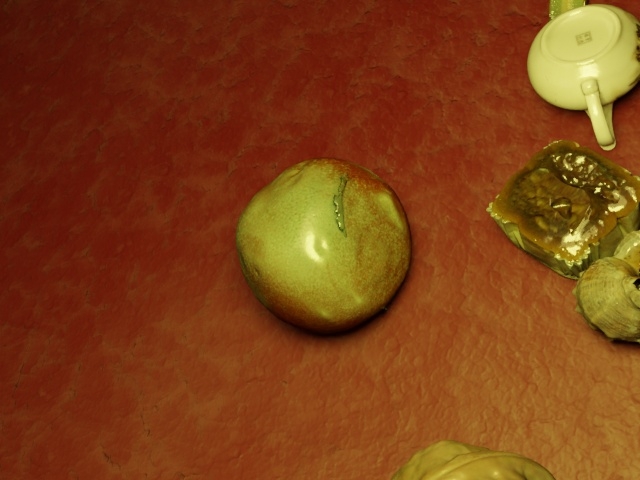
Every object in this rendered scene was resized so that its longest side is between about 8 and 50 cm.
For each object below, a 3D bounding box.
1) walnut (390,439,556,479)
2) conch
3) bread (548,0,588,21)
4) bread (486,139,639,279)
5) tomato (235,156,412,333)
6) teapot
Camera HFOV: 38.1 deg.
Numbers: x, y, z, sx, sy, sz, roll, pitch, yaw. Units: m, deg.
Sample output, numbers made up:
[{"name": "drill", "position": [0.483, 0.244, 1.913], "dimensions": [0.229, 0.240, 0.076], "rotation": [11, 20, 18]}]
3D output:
[{"name": "walnut", "position": [0.209, 0.387, 1.209], "dimensions": [0.227, 0.273, 0.273], "rotation": [-31, 50, 21]}, {"name": "conch", "position": [0.473, 0.060, 1.332], "dimensions": [0.163, 0.245, 0.178], "rotation": [11, 81, -8]}, {"name": "bread", "position": [0.467, -0.489, 1.738], "dimensions": [0.074, 0.084, 0.139], "rotation": [9, 66, 31]}, {"name": "bread", "position": [0.398, -0.052, 1.485], "dimensions": [0.192, 0.110, 0.210], "rotation": [-45, 50, -3]}, {"name": "tomato", "position": [0.000, 0.000, 1.584], "dimensions": [0.304, 0.239, 0.303], "rotation": [-16, 55, 24]}, {"name": "teapot", "position": [0.460, -0.300, 1.592], "dimensions": [0.204, 0.139, 0.298], "rotation": [-7, 56, 22]}]
